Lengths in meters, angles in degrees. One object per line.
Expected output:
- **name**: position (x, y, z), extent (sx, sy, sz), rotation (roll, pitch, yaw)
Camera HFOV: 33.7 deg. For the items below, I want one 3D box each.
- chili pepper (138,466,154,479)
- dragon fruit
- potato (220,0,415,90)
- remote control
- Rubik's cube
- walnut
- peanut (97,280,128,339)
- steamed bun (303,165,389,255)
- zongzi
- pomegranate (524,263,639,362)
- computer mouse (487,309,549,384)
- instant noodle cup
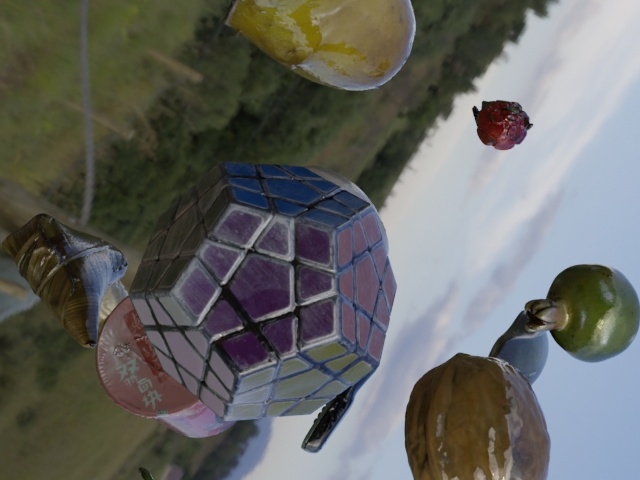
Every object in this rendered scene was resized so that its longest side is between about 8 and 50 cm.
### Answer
- **chili pepper**: position (-0.171, 0.357, 1.276), extent (0.257, 0.074, 0.100), rotation (86, 7, -61)
- **dragon fruit**: position (0.417, -0.272, 2.438), extent (0.121, 0.130, 0.142), rotation (-25, 180, 16)
- **potato**: position (0.041, -0.389, 1.633), extent (0.289, 0.296, 0.397), rotation (-63, -169, -24)
- **remote control**: position (0.038, 0.299, 1.953), extent (0.222, 0.042, 0.072), rotation (-52, 169, -16)
- **Rubik's cube**: position (-0.065, 0.059, 1.262), extent (0.319, 0.319, 0.264), rotation (-61, 167, -67)
- **walnut**: position (0.232, 0.297, 1.585), extent (0.225, 0.225, 0.260), rotation (120, -42, -80)
- **peanut**: position (-0.461, 0.182, 2.388), extent (0.120, 0.298, 0.136), rotation (-29, -170, 14)
- **steamed bun**: position (0.000, 0.000, 1.493), extent (0.130, 0.177, 0.228), rotation (-56, 153, -24)
- **zongzi**: position (-0.444, 0.101, 2.041), extent (0.134, 0.288, 0.286), rotation (-41, 159, 11)
- **pomegranate**: position (0.473, 0.136, 1.885), extent (0.210, 0.179, 0.179), rotation (-29, 157, -43)
- **computer mouse**: position (0.382, 0.256, 2.105), extent (0.379, 0.090, 0.167), rotation (-27, 134, -57)
- **instant noodle cup**: position (-0.235, 0.223, 1.842), extent (0.243, 0.243, 0.231), rotation (-61, 156, -17)
